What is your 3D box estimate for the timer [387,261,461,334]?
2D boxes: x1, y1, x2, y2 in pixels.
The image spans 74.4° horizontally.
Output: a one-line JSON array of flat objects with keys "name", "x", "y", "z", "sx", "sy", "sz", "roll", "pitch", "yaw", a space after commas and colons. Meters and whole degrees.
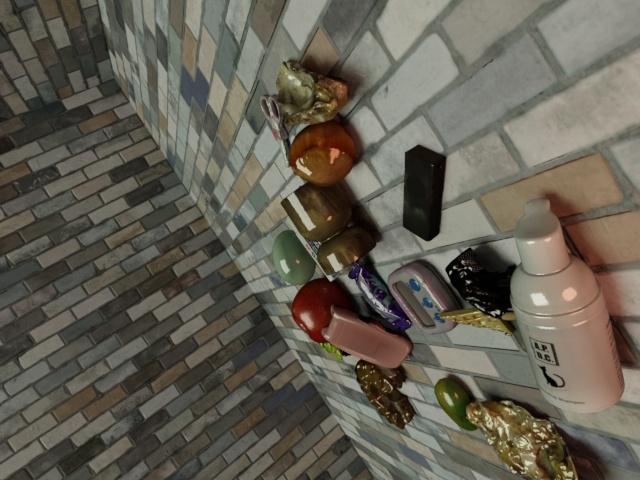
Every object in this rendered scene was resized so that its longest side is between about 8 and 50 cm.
[{"name": "timer", "x": 0.281, "y": 0.157, "z": 1.156, "sx": 0.208, "sy": 0.069, "sz": 0.191, "roll": 54, "pitch": 156, "yaw": 4}]

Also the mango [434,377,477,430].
[{"name": "mango", "x": 0.423, "y": 0.518, "z": 1.336, "sx": 0.122, "sy": 0.086, "sz": 0.190, "roll": 10, "pitch": 129, "yaw": 57}]

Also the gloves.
[{"name": "gloves", "x": 0.354, "y": 0.108, "z": 0.891, "sx": 0.180, "sy": 0.106, "sz": 0.129, "roll": 52, "pitch": 156, "yaw": 22}]

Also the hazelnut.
[{"name": "hazelnut", "x": -0.003, "y": -0.225, "z": 1.094, "sx": 0.182, "sy": 0.182, "sz": 0.182, "roll": 45, "pitch": 155, "yaw": 27}]

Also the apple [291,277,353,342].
[{"name": "apple", "x": 0.007, "y": 0.285, "z": 1.707, "sx": 0.260, "sy": 0.217, "sz": 0.260, "roll": 45, "pitch": 159, "yaw": 23}]

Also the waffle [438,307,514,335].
[{"name": "waffle", "x": 0.369, "y": 0.198, "z": 1.012, "sx": 0.097, "sy": 0.023, "sz": 0.153, "roll": 49, "pitch": 140, "yaw": -14}]

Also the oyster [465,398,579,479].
[{"name": "oyster", "x": 0.537, "y": 0.544, "z": 1.096, "sx": 0.351, "sy": 0.115, "sz": 0.237, "roll": 34, "pitch": 149, "yaw": 43}]

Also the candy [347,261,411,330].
[{"name": "candy", "x": 0.189, "y": 0.188, "z": 1.392, "sx": 0.275, "sy": 0.070, "sz": 0.145, "roll": 48, "pitch": 164, "yaw": 9}]

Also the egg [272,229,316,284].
[{"name": "egg", "x": -0.107, "y": 0.069, "z": 1.700, "sx": 0.168, "sy": 0.168, "sz": 0.230, "roll": -8, "pitch": 101, "yaw": 66}]

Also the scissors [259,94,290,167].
[{"name": "scissors", "x": -0.134, "y": -0.350, "z": 1.367, "sx": 0.118, "sy": 0.031, "sz": 0.241, "roll": 29, "pitch": 143, "yaw": 51}]

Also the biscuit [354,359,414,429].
[{"name": "biscuit", "x": 0.256, "y": 0.606, "z": 1.766, "sx": 0.268, "sy": 0.115, "sz": 0.365, "roll": 28, "pitch": 144, "yaw": 48}]

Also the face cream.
[{"name": "face cream", "x": 0.408, "y": 0.113, "z": 0.731, "sx": 0.145, "sy": 0.145, "sz": 0.369, "roll": 10, "pitch": 130, "yaw": 61}]

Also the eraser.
[{"name": "eraser", "x": 0.000, "y": 0.000, "z": 1.499, "sx": 0.287, "sy": 0.086, "sz": 0.130, "roll": 54, "pitch": 156, "yaw": 6}]

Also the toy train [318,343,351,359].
[{"name": "toy train", "x": 0.056, "y": 0.456, "z": 1.998, "sx": 0.296, "sy": 0.101, "sz": 0.160, "roll": 8, "pitch": 121, "yaw": 62}]

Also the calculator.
[{"name": "calculator", "x": 0.167, "y": 0.356, "z": 1.506, "sx": 0.330, "sy": 0.048, "sz": 0.220, "roll": 22, "pitch": 131, "yaw": 6}]

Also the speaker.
[{"name": "speaker", "x": 0.229, "y": -0.100, "z": 0.942, "sx": 0.082, "sy": 0.044, "sz": 0.218, "roll": 39, "pitch": 152, "yaw": 37}]

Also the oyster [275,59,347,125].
[{"name": "oyster", "x": -0.026, "y": -0.349, "z": 1.016, "sx": 0.341, "sy": 0.111, "sz": 0.166, "roll": 29, "pitch": 107, "yaw": 55}]

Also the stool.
[{"name": "stool", "x": 0.023, "y": -0.052, "z": 1.259, "sx": 0.264, "sy": 0.179, "sz": 0.179, "roll": 58, "pitch": 158, "yaw": -2}]
